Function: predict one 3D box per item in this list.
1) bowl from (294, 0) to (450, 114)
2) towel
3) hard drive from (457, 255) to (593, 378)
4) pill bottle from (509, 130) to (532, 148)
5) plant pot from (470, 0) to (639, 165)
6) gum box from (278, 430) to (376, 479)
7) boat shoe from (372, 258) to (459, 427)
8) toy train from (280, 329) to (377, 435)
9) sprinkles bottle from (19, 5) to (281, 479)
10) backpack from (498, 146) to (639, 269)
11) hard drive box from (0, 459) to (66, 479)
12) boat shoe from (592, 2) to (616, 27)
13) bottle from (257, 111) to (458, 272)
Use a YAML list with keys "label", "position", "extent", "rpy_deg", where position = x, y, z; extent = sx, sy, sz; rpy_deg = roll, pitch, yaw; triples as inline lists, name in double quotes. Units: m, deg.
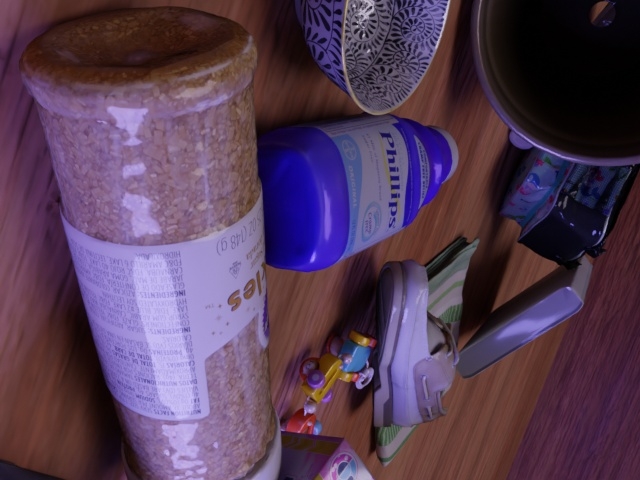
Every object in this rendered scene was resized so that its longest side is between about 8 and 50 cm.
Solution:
- label: "bowl"
  position: [0.033, -0.192, 0.536]
  extent: [0.170, 0.080, 0.170]
  rpy_deg: [-40, 142, -41]
- label: "towel"
  position: [0.166, 0.174, 1.080]
  extent: [0.248, 0.038, 0.325]
  rpy_deg: [-33, 137, -46]
- label: "hard drive"
  position: [0.380, 0.128, 1.243]
  extent: [0.233, 0.047, 0.353]
  rpy_deg: [-39, 170, 23]
- label: "pill bottle"
  position: [0.348, -0.193, 1.126]
  extent: [0.083, 0.043, 0.043]
  rpy_deg: [-54, 149, -24]
- label: "plant pot"
  position: [0.367, -0.281, 0.865]
  extent: [0.280, 0.323, 0.323]
  rpy_deg: [-45, 148, -64]
- label: "gum box"
  position: [-0.053, 0.224, 0.590]
  extent: [0.107, 0.188, 0.062]
  rpy_deg: [-45, 110, -35]
- label: "boat shoe"
  position: [0.121, 0.134, 0.863]
  extent: [0.302, 0.103, 0.113]
  rpy_deg: [88, 3, -48]
- label: "toy train"
  position: [0.003, 0.168, 0.786]
  extent: [0.166, 0.046, 0.125]
  rpy_deg: [-37, 144, -43]
- label: "sprinkles bottle"
  position: [-0.091, 0.042, 0.444]
  extent: [0.121, 0.121, 0.355]
  rpy_deg: [-40, 141, -42]
- label: "backpack"
  position: [0.436, -0.107, 1.164]
  extent: [0.253, 0.191, 0.225]
  rpy_deg: [-52, 171, -14]
- label: "hard drive box"
  position: [-0.214, 0.273, 0.430]
  extent: [0.232, 0.089, 0.181]
  rpy_deg: [-59, 151, -17]
- label: "boat shoe"
  position: [0.571, -0.362, 1.344]
  extent: [0.104, 0.110, 0.307]
  rpy_deg: [-53, 159, -33]
- label: "bottle"
  position: [0.043, -0.059, 0.630]
  extent: [0.283, 0.092, 0.118]
  rpy_deg: [-22, 112, -53]
